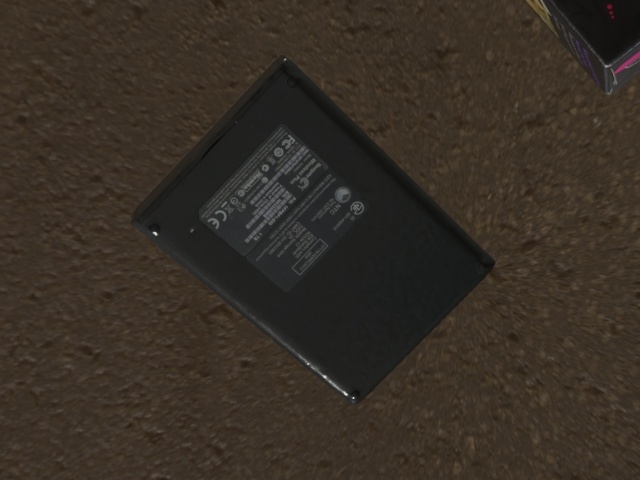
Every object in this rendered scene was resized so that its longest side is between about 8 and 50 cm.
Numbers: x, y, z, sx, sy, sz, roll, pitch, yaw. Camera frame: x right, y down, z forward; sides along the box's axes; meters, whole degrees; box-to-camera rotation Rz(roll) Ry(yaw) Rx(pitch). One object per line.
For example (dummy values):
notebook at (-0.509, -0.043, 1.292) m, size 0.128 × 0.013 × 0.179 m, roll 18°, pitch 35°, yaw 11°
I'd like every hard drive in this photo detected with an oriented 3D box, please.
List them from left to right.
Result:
hard drive at (0.000, 0.000, 0.391) m, size 0.135 × 0.022 × 0.094 m, roll 42°, pitch 95°, yaw -20°

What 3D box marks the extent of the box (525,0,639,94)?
box at (0.203, -0.274, 0.694) m, size 0.165 × 0.143 × 0.270 m, roll -40°, pitch 80°, yaw 14°
